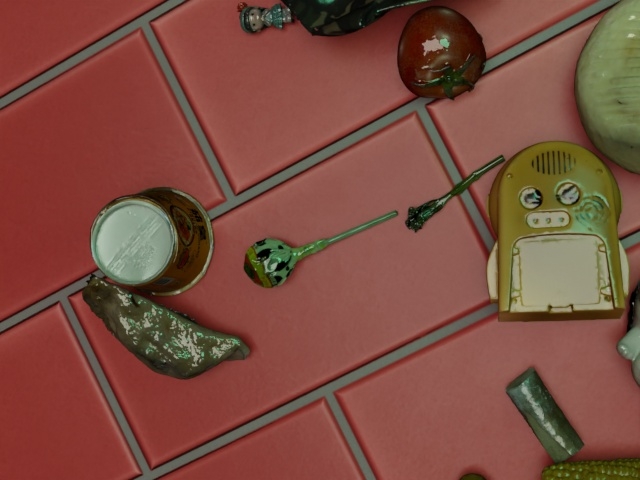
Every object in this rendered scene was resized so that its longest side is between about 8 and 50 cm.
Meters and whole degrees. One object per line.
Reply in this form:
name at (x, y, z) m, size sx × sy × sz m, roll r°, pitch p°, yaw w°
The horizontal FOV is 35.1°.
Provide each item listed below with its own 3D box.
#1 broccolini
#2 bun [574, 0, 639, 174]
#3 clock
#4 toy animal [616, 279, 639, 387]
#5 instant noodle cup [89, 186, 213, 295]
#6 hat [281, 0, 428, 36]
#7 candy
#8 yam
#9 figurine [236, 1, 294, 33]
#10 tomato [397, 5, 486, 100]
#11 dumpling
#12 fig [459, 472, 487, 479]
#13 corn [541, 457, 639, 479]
broccolini at (0.248, -0.086, 1.856) m, size 0.218 × 0.044 × 0.042 m, roll -32°, pitch 70°, yaw 5°
bun at (0.614, -0.255, 1.684) m, size 0.361 × 0.213 × 0.361 m, roll -9°, pitch 72°, yaw 29°
clock at (0.410, -0.019, 1.755) m, size 0.244 × 0.200 × 0.317 m, roll -1°, pitch 83°, yaw 8°
toy animal at (0.621, 0.192, 1.731) m, size 0.208 × 0.154 × 0.325 m, roll -22°, pitch 100°, yaw -1°
instant noodle cup at (-0.324, 0.001, 1.892) m, size 0.215 × 0.172 × 0.216 m, roll 0°, pitch 89°, yaw 10°
hat at (0.123, -0.508, 1.831) m, size 0.381 × 0.257 × 0.366 m, roll 1°, pitch 72°, yaw -24°
candy at (0.000, 0.000, 1.890) m, size 0.305 × 0.083 × 0.091 m, roll -24°, pitch 92°, yaw 3°
yam at (0.401, 0.317, 1.816) m, size 0.068 × 0.068 × 0.169 m, roll -34°, pitch 84°, yaw 10°
figurine at (-0.103, -0.424, 1.905) m, size 0.105 × 0.047 × 0.060 m, roll -5°, pitch 106°, yaw 7°
tomato at (0.207, -0.337, 1.801) m, size 0.167 × 0.167 × 0.167 m, roll 0°, pitch 91°, yaw 11°
dumpling at (-0.311, 0.194, 1.902) m, size 0.332 × 0.086 × 0.166 m, roll 27°, pitch 124°, yaw -10°
fig at (0.275, 0.473, 1.827) m, size 0.082 × 0.098 × 0.084 m, roll 36°, pitch 109°, yaw 6°
corn at (0.560, 0.438, 1.757) m, size 0.363 × 0.120 × 0.121 m, roll -3°, pitch 91°, yaw 8°
